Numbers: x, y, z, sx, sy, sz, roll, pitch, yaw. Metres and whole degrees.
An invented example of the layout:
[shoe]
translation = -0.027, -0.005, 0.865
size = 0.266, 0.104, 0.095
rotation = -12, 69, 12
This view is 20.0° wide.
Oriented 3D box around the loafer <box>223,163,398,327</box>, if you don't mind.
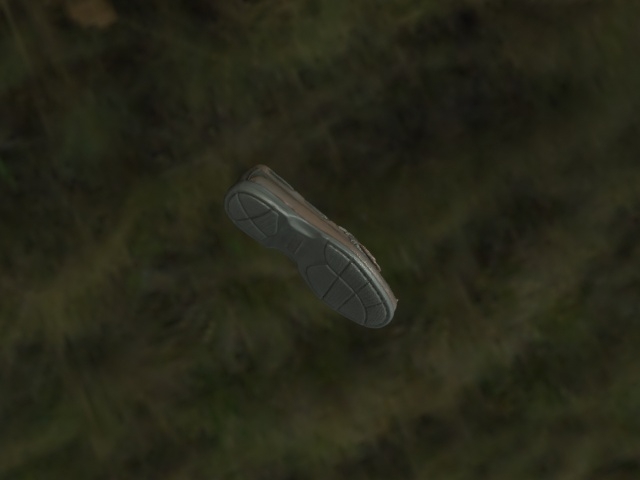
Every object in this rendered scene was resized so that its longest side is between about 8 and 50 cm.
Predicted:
[loafer]
translation = 0.000, 0.000, 1.093
size = 0.045, 0.125, 0.039
rotation = -46, -173, 43
